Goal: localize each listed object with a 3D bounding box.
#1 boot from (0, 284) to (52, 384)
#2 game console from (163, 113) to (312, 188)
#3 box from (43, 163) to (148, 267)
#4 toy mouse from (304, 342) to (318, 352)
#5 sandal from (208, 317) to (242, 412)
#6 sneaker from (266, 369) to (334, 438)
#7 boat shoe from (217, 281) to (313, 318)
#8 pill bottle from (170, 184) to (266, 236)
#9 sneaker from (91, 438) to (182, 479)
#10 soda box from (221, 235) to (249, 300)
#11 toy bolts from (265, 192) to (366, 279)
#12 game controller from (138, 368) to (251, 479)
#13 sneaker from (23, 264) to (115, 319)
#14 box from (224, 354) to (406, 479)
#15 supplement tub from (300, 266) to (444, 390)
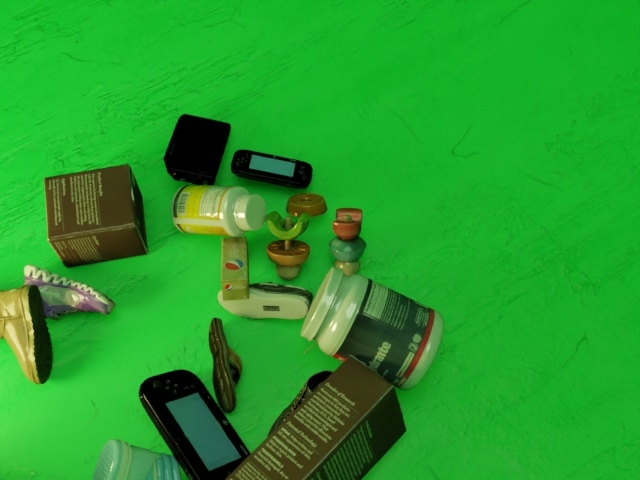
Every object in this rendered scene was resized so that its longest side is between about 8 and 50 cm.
[{"bbox_3d":[-0.750,0.219,1.957,0.269,0.089,0.236,-8,88,9],"label":"boot"},{"bbox_3d":[-0.196,-0.204,2.153,0.361,0.044,0.213,12,46,-3],"label":"game console"},{"bbox_3d":[-0.524,-0.055,2.041,0.203,0.167,0.169,-9,65,-5],"label":"box"},{"bbox_3d":[0.027,0.183,2.010,0.161,0.031,0.143,-10,66,-5],"label":"toy mouse"},{"bbox_3d":[-0.208,0.275,1.951,0.060,0.090,0.219,1,56,-24],"label":"sandal"},{"bbox_3d":[-0.046,0.371,1.876,0.083,0.118,0.222,33,69,13],"label":"sneaker"},{"bbox_3d":[-0.126,0.135,2.016,0.219,0.078,0.070,7,33,11],"label":"boat shoe"},{"bbox_3d":[-0.236,-0.070,2.036,0.214,0.117,0.117,4,62,32],"label":"pill bottle"},{"bbox_3d":[-0.378,0.574,1.781,0.208,0.127,0.319,17,96,-31],"label":"sneaker"},{"bbox_3d":[-0.196,0.062,2.003,0.061,0.058,0.181,-4,33,-3],"label":"soda box"},{"bbox_3d":[0.000,0.000,2.068,0.228,0.159,0.218,5,25,12],"label":"toy bolts"},{"bbox_3d":[-0.255,0.411,1.850,0.166,0.067,0.319,-16,60,-46],"label":"game controller"},{"bbox_3d":[-0.588,0.139,1.999,0.236,0.095,0.105,17,73,12],"label":"sneaker"},{"bbox_3d":[-0.005,0.440,1.781,0.381,0.191,0.143,-41,51,-20],"label":"box"},{"bbox_3d":[0.113,0.190,1.895,0.272,0.191,0.191,26,67,-3],"label":"supplement tub"}]
